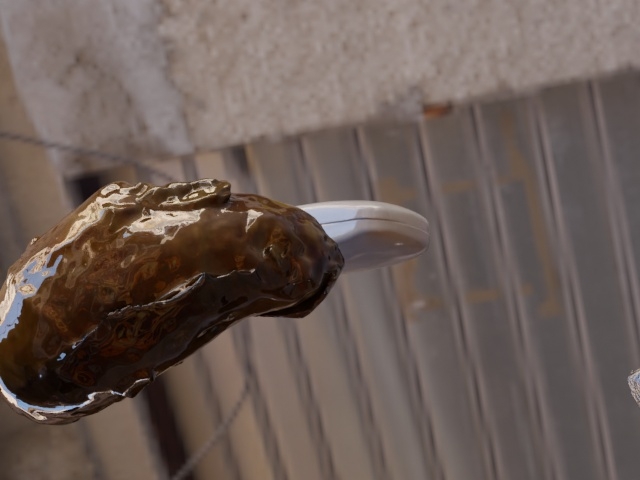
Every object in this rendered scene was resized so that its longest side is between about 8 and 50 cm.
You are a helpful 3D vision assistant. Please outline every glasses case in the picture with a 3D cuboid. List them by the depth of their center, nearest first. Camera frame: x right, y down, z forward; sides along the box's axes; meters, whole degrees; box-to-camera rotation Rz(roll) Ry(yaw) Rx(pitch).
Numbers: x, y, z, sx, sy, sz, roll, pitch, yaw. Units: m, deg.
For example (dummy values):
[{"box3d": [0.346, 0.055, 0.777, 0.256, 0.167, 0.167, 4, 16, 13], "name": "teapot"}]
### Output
[{"box3d": [0.000, 0.000, 1.556, 0.092, 0.233, 0.059, 19, -108, -41], "name": "glasses case"}]

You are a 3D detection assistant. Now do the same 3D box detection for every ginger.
[{"box3d": [-0.147, 0.041, 1.388, 0.165, 0.321, 0.172, -102, -13, -50], "name": "ginger"}]

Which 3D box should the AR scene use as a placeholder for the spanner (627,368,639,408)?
[{"box3d": [0.424, 0.119, 2.086, 0.093, 0.026, 0.325, 49, 156, 40], "name": "spanner"}]
